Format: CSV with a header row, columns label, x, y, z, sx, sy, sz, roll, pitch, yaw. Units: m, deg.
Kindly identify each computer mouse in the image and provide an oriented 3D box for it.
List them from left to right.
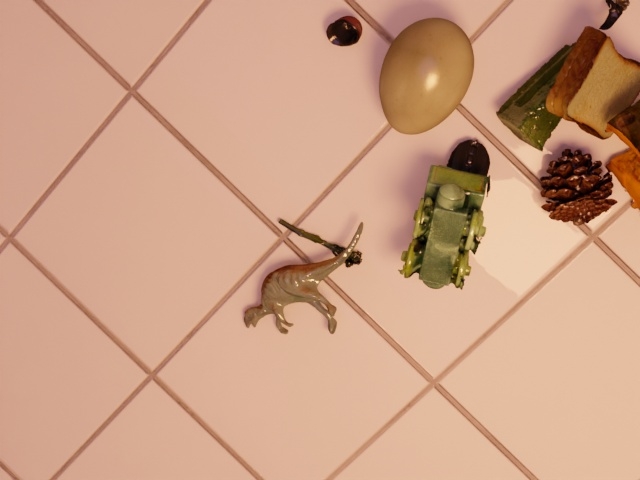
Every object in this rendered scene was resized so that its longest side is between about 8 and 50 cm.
label,x,y,z,sx,sy,sz,roll,pitch,yaw
computer mouse,0.321,-0.141,1.781,0.099,0.057,0.172,16,105,9

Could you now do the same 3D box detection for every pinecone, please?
label,x,y,z,sx,sy,sz,roll,pitch,yaw
pinecone,0.543,-0.113,1.706,0.174,0.173,0.173,2,101,9

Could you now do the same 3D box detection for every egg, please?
label,x,y,z,sx,sy,sz,roll,pitch,yaw
egg,0.220,-0.344,1.694,0.188,0.188,0.253,23,109,5

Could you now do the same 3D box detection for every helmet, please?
label,x,y,z,sx,sy,sz,roll,pitch,yaw
helmet,0.058,-0.468,1.770,0.084,0.049,0.065,2,136,35

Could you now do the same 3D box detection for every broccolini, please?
label,x,y,z,sx,sy,sz,roll,pitch,yaw
broccolini,0.001,-0.001,1.878,0.218,0.044,0.042,31,119,8

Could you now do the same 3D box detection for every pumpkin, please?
label,x,y,z,sx,sy,sz,roll,pitch,yaw
pumpkin,0.724,-0.167,1.604,0.225,0.303,0.256,-40,65,7

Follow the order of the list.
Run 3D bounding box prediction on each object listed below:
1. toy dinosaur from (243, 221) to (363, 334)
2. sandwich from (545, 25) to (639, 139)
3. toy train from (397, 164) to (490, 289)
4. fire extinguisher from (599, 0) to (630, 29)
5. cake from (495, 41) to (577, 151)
label,x,y,z,sx,sy,sz,roll,pitch,yaw
toy dinosaur,-0.025,0.112,1.854,0.205,0.092,0.393,40,117,11
sandwich,0.568,-0.314,1.637,0.065,0.215,0.186,42,112,42
toy train,0.267,-0.022,1.716,0.159,0.188,0.271,13,132,7
fire extinguisher,0.622,-0.591,1.608,0.102,0.138,0.344,18,103,31
cake,0.474,-0.320,1.685,0.099,0.100,0.235,20,106,-35
